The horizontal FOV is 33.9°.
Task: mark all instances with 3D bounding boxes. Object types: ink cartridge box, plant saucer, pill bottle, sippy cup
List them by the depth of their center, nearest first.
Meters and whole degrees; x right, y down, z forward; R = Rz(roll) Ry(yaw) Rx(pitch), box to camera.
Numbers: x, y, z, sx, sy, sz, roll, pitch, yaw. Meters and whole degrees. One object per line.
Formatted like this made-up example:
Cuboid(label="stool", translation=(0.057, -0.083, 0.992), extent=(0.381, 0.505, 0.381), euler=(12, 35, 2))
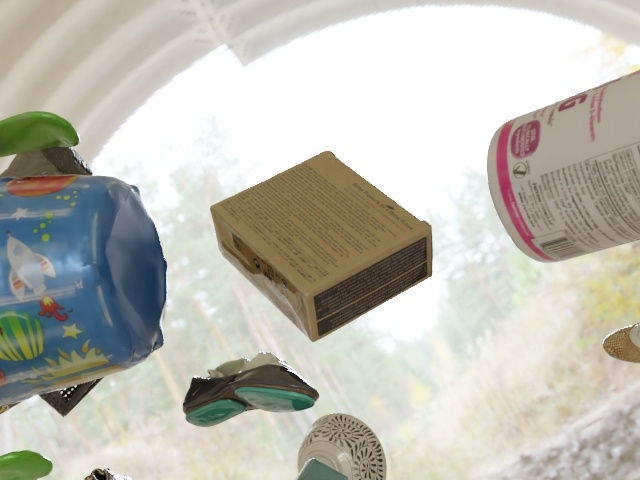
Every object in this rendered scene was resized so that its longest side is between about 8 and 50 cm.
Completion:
Cuboid(label="sippy cup", translation=(-0.262, 0.041, 0.922), extent=(0.224, 0.306, 0.240), euler=(-9, 7, 12))
Cuboid(label="pill bottle", translation=(0.320, -0.085, 1.026), extent=(0.283, 0.161, 0.160), euler=(-19, -1, 40))
Cuboid(label="plant saucer", translation=(-0.018, 0.337, 1.323), extent=(0.018, 0.067, 0.192), euler=(-67, -10, 26))
Cuboid(label="ink cartridge box", translation=(0.000, 0.000, 1.342), extent=(0.193, 0.234, 0.088), euler=(-26, -48, -22))

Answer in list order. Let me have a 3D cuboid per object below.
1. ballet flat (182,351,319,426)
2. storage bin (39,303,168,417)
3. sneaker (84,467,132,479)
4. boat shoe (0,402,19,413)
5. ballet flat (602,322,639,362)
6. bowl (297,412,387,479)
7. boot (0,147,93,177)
Cuboid(label="ballet flat", translation=(-0.080, 0.161, 1.182), extent=(0.203, 0.074, 0.074), euler=(-19, -1, 40))
Cuboid(label="storage bin", translation=(-0.281, 0.120, 1.300), extent=(0.122, 0.084, 0.180), euler=(-47, 1, 26))
Cuboid(label="sneaker", translation=(-0.391, 0.448, 1.946), extent=(0.066, 0.071, 0.188), euler=(-26, -1, -2))
Cuboid(label="boat shoe", translation=(-0.574, 0.268, 1.761), extent=(0.324, 0.097, 0.116), euler=(-35, 26, -14))
Cuboid(label="ballet flat", translation=(0.520, 0.144, 1.540), extent=(0.206, 0.073, 0.067), euler=(1, -42, 15))
Cuboid(label="bowl", translation=(0.019, 0.380, 1.760), extent=(0.170, 0.170, 0.080), euler=(-36, -14, 27))
Cuboid(label="boot", translation=(-0.312, -0.014, 1.203), extent=(0.161, 0.246, 0.083), euler=(-42, -35, -5))
